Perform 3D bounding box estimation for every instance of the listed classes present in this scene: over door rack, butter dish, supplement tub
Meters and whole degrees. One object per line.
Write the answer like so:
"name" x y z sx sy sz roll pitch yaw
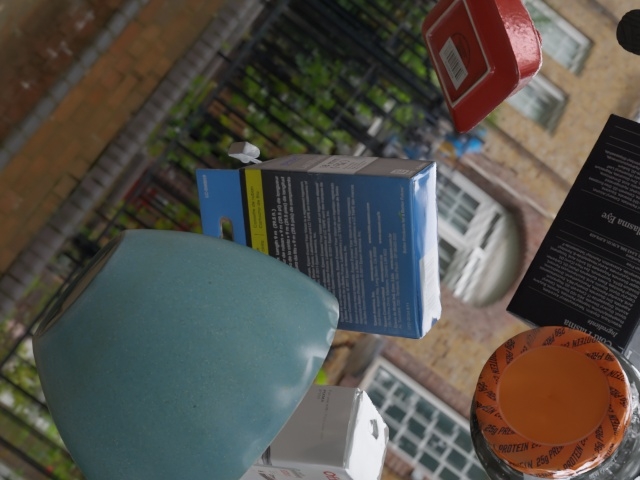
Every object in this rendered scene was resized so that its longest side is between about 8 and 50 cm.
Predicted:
"over door rack" -0.081 -0.005 1.899 0.108 0.324 0.239 7 -104 46
"butter dish" 0.211 -0.231 1.322 0.118 0.160 0.160 -12 166 -25
"supplement tub" 0.295 0.239 1.306 0.207 0.207 0.338 -54 149 -11

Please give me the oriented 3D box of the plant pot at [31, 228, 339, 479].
"plant pot" -0.151 0.101 1.040 0.290 0.195 0.290 -45 -165 15

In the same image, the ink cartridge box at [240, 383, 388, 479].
"ink cartridge box" -0.066 0.279 1.557 0.207 0.283 0.117 61 36 -59

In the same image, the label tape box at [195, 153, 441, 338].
"label tape box" 0.000 0.000 1.604 0.106 0.334 0.240 -39 129 -58

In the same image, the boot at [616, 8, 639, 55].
"boot" 0.755 -0.364 2.138 0.223 0.338 0.118 -16 137 -54

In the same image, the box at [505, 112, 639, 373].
"box" 0.463 0.039 1.585 0.343 0.179 0.312 31 86 -55
